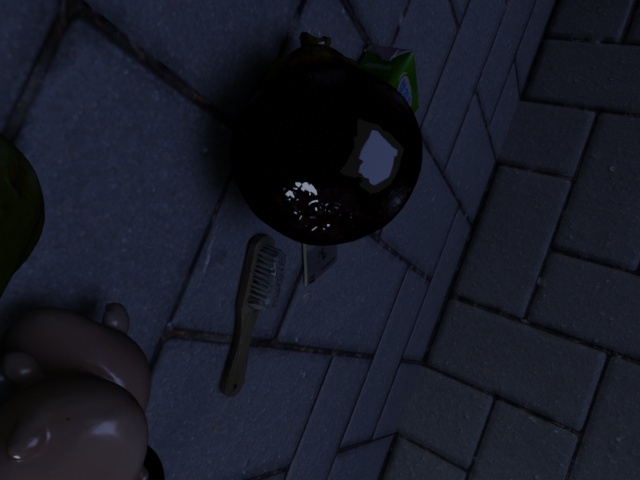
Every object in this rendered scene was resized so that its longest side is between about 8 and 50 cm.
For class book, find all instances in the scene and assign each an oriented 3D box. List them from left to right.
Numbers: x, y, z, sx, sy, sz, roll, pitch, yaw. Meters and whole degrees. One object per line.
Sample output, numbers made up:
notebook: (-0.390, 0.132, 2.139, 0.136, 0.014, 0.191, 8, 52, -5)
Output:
book: (0.000, 0.000, 1.088, 0.127, 0.014, 0.181, -39, 137, -45)

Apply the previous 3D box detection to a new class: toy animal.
toy animal: (-0.270, 0.192, 0.521, 0.210, 0.221, 0.229, -61, 154, 1)

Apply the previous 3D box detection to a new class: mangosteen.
mangosteen: (0.001, -0.142, 0.767, 0.297, 0.313, 0.297, -11, 126, -15)

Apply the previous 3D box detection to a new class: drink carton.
drink carton: (0.101, -0.260, 1.013, 0.271, 0.108, 0.161, -59, 151, -23)

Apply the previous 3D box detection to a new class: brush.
brush: (-0.125, 0.152, 0.919, 0.070, 0.065, 0.327, -4, 111, -62)

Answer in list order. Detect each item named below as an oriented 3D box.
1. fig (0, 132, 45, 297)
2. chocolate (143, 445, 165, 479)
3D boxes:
fig: (-0.338, 0.033, 0.376, 0.206, 0.206, 0.275, -11, 130, -57)
chocolate: (-0.303, 0.360, 0.662, 0.177, 0.177, 0.176, -37, 136, -45)
